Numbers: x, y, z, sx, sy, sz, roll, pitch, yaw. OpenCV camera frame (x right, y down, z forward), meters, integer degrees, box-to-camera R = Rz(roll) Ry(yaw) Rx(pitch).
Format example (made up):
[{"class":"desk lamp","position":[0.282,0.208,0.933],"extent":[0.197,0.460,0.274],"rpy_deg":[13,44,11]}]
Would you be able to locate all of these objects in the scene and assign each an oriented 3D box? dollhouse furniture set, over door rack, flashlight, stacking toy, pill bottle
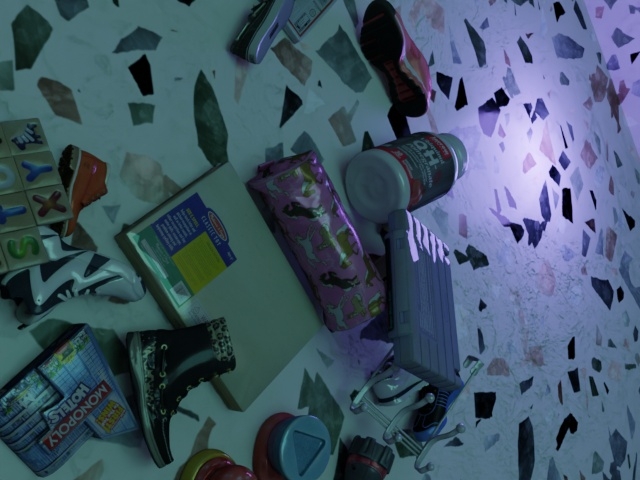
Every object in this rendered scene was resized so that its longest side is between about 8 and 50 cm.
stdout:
[{"class":"dollhouse furniture set","position":[0.162,0.031,1.588],"extent":[0.144,0.123,0.151],"rpy_deg":[31,29,-36]},{"class":"over door rack","position":[0.238,0.320,1.461],"extent":[0.239,0.108,0.324],"rpy_deg":[45,59,-15]},{"class":"flashlight","position":[0.061,0.571,1.362],"extent":[0.103,0.103,0.304],"rpy_deg":[48,54,-29]},{"class":"stacking toy","position":[-0.082,0.492,1.223],"extent":[0.309,0.130,0.279],"rpy_deg":[-21,98,-42]},{"class":"pill bottle","position":[0.223,-0.167,1.572],"extent":[0.318,0.176,0.176],"rpy_deg":[-25,101,-42]}]

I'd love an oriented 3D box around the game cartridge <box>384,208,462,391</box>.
[{"class":"game cartridge","position":[0.222,0.129,1.411],"extent":[0.230,0.068,0.355],"rpy_deg":[31,49,-41]}]

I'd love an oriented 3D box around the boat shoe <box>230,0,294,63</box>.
[{"class":"boat shoe","position":[-0.118,-0.470,1.361],"extent":[0.070,0.078,0.219],"rpy_deg":[23,65,9]}]

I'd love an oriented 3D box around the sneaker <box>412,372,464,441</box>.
[{"class":"sneaker","position":[0.282,0.394,1.616],"extent":[0.232,0.081,0.090],"rpy_deg":[-47,112,-44]}]

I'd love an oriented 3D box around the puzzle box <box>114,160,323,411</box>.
[{"class":"puzzle box","position":[-0.176,0.085,1.248],"extent":[0.272,0.052,0.409],"rpy_deg":[-42,112,-38]}]

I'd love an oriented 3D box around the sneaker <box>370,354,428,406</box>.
[{"class":"sneaker","position":[0.214,0.310,1.560],"extent":[0.235,0.090,0.094],"rpy_deg":[-24,91,-44]}]

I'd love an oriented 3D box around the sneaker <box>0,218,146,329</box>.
[{"class":"sneaker","position":[-0.402,0.083,1.010],"extent":[0.235,0.094,0.153],"rpy_deg":[35,63,-34]}]

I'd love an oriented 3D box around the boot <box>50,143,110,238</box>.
[{"class":"boot","position":[-0.393,-0.072,1.067],"extent":[0.085,0.059,0.157],"rpy_deg":[23,67,-44]}]

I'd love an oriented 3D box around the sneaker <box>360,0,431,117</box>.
[{"class":"sneaker","position":[0.201,-0.476,1.663],"extent":[0.313,0.116,0.136],"rpy_deg":[62,39,-26]}]

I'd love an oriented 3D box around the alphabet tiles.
[{"class":"alphabet tiles","position":[-0.541,-0.073,0.902],"extent":[0.343,0.011,0.285],"rpy_deg":[-17,83,-37]}]

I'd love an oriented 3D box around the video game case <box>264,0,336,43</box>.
[{"class":"video game case","position":[-0.086,-0.616,1.453],"extent":[0.285,0.025,0.204],"rpy_deg":[51,54,-26]}]

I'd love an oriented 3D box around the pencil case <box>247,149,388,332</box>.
[{"class":"pencil case","position":[0.000,0.000,1.343],"extent":[0.386,0.167,0.160],"rpy_deg":[62,27,-16]}]

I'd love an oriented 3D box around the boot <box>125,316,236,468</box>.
[{"class":"boot","position":[-0.228,0.255,1.110],"extent":[0.179,0.085,0.236],"rpy_deg":[-12,90,-19]}]

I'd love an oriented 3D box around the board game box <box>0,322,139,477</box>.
[{"class":"board game box","position":[-0.390,0.267,1.017],"extent":[0.194,0.060,0.194],"rpy_deg":[-49,115,-36]}]
